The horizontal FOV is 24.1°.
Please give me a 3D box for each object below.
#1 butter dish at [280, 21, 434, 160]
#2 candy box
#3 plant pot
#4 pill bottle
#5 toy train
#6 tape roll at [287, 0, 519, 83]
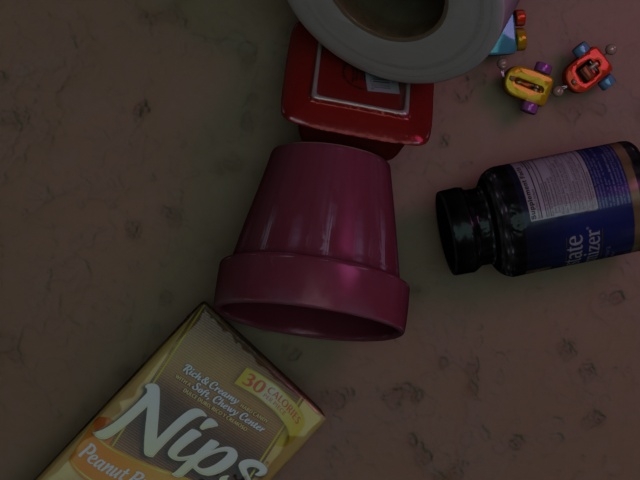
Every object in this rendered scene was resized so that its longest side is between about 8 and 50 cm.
[{"bbox_3d":[0.034,-0.141,1.608,0.160,0.118,0.160,10,49,-5],"label":"butter dish"},{"bbox_3d":[-0.167,0.240,1.608,0.183,0.087,0.316,43,88,-4],"label":"candy box"},{"bbox_3d":[0.000,0.000,1.572,0.201,0.201,0.180,9,78,-5],"label":"plant pot"},{"bbox_3d":[0.241,-0.029,1.617,0.219,0.123,0.122,-12,92,-4],"label":"pill bottle"},{"bbox_3d":[0.240,-0.210,1.654,0.125,0.046,0.166,-44,96,-5],"label":"toy train"},{"bbox_3d":[0.097,-0.303,1.515,0.246,0.246,0.169,34,53,-4],"label":"tape roll"}]
